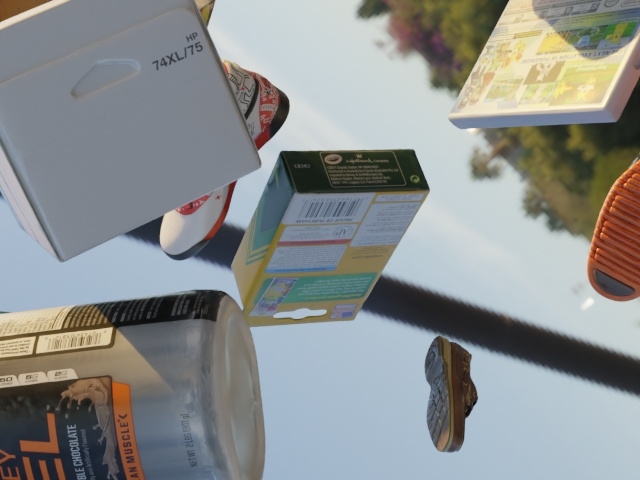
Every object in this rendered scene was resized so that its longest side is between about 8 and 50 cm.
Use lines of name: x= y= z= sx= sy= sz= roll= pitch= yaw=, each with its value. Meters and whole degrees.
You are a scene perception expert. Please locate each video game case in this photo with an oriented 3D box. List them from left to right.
video game case: x=0.354 y=-0.292 z=1.858 sx=0.036 sy=0.300 sz=0.329 roll=37 pitch=163 yaw=-29

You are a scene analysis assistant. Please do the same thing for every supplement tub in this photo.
supplement tub: x=-0.232 y=0.162 z=1.191 sx=0.207 sy=0.338 sz=0.207 roll=-8 pitch=-90 yaw=-82

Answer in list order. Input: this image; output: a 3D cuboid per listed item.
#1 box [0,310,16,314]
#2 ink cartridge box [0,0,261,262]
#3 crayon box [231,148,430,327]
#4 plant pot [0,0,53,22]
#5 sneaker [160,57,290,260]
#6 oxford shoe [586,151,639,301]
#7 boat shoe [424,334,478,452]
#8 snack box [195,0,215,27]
box: x=-0.490 y=0.137 z=1.749 sx=0.244 sy=0.100 sz=0.060 roll=9 pitch=-124 yaw=-46
ink cartridge box: x=-0.209 y=-0.122 z=1.187 sx=0.197 sy=0.198 sz=0.270 roll=67 pitch=165 yaw=-14
crayon box: x=0.000 y=0.000 z=1.877 sx=0.203 sy=0.323 sz=0.083 roll=-2 pitch=-126 yaw=-24
plant pot: x=-0.369 y=-0.281 z=1.976 sx=0.284 sy=0.284 sz=0.191 roll=-117 pitch=11 yaw=-54
sneaker: x=-0.162 y=-0.109 z=1.699 sx=0.090 sy=0.270 sz=0.145 roll=38 pitch=-174 yaw=38
oxford shoe: x=0.465 y=-0.081 z=1.712 sx=0.130 sy=0.363 sz=0.133 roll=32 pitch=-177 yaw=9
boat shoe: x=0.169 y=0.192 z=1.633 sx=0.060 sy=0.064 sz=0.178 roll=17 pitch=-142 yaw=-12
snack box: x=-0.164 y=-0.202 z=1.466 sx=0.037 sy=0.141 sz=0.100 roll=22 pitch=-155 yaw=5
